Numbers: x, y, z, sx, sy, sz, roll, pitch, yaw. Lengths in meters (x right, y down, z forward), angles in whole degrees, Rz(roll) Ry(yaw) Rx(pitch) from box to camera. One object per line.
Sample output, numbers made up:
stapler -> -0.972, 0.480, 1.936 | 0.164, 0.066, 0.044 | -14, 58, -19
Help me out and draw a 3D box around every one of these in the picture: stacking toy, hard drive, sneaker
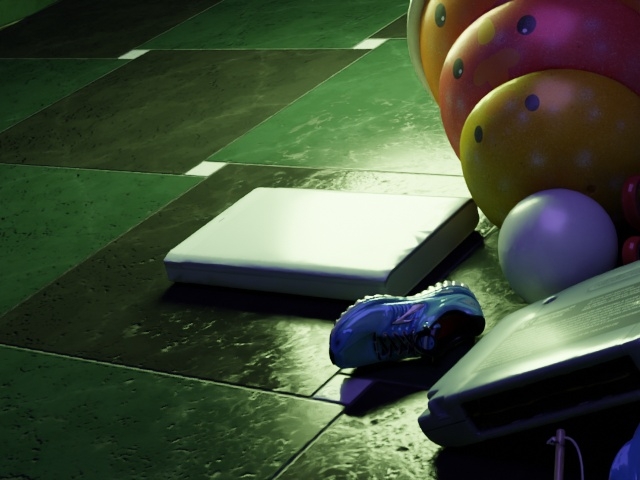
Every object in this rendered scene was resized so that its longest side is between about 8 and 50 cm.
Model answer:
stacking toy -> 0.259, -0.114, 1.545 | 0.350, 0.351, 0.480 | -8, 40, 13
hard drive -> 0.000, 0.000, 1.671 | 0.307, 0.040, 0.203 | 4, 29, 36
sneaker -> 0.085, 0.086, 1.403 | 0.162, 0.063, 0.073 | -19, 27, -12

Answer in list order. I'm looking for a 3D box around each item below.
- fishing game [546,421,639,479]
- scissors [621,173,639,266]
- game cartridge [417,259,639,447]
fishing game -> 0.285, 0.190, 1.024 | 0.264, 0.041, 0.189 | -17, 49, 26
scissors -> 0.382, -0.015, 1.502 | 0.021, 0.109, 0.297 | -11, -4, 38
game cartridge -> 0.236, 0.081, 1.221 | 0.297, 0.062, 0.198 | -24, 6, 47
